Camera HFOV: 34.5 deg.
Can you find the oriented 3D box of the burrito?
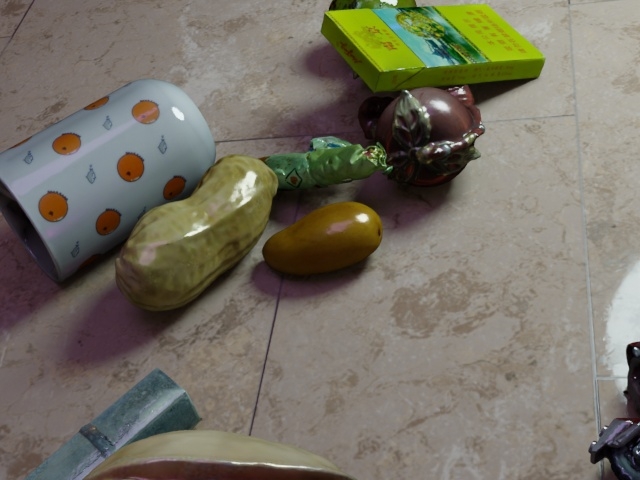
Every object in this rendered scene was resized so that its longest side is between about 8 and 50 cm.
[{"bbox_3d":[-0.005,-0.123,1.593,0.288,0.054,0.104,-2,41,42],"label":"burrito"}]

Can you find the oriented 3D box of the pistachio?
[{"bbox_3d":[-0.114,0.306,1.099,0.309,0.230,0.230,2,45,6],"label":"pistachio"}]

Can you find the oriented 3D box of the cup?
[{"bbox_3d":[-0.331,-0.107,1.604,0.317,0.212,0.212,-34,46,-21],"label":"cup"}]

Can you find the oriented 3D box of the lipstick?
[{"bbox_3d":[-0.283,0.283,1.278,0.076,0.077,0.289,29,59,37],"label":"lipstick"}]

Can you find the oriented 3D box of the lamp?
[{"bbox_3d":[0.151,-0.159,1.583,0.215,0.151,0.223,-1,8,18],"label":"lamp"}]

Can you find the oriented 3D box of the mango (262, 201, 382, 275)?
[{"bbox_3d":[0.000,0.000,1.490,0.184,0.085,0.102,-14,42,10],"label":"mango"}]

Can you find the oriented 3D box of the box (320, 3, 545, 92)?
[{"bbox_3d":[0.186,-0.321,1.695,0.335,0.047,0.187,-10,46,-29],"label":"box"}]

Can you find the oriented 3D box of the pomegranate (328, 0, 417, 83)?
[{"bbox_3d":[0.091,-0.373,1.817,0.159,0.159,0.205,-2,69,15],"label":"pomegranate"}]

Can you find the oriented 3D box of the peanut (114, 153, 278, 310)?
[{"bbox_3d":[-0.176,-0.016,1.518,0.305,0.147,0.147,-39,48,-26],"label":"peanut"}]

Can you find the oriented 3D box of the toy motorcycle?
[{"bbox_3d":[0.379,0.187,1.184,0.122,0.082,0.213,25,55,34],"label":"toy motorcycle"}]
